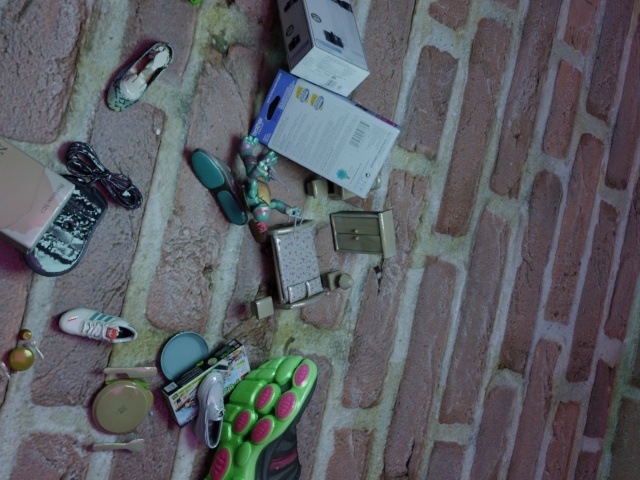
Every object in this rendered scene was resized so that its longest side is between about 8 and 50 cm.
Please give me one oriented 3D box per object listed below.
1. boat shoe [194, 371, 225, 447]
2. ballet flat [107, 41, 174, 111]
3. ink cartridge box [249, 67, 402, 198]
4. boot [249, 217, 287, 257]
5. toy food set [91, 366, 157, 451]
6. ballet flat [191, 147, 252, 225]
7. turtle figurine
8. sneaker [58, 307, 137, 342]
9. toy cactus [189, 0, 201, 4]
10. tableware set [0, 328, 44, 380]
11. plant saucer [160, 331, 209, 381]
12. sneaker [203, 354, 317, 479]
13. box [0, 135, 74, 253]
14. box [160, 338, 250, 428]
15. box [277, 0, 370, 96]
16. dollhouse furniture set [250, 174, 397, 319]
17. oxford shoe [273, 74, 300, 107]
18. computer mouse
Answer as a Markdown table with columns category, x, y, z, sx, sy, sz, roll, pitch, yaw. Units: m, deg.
| category | x | y | z | sx | sy | sz | roll | pitch | yaw |
| --- | --- | --- | --- | --- | --- | --- | --- | --- | --- |
| boat shoe | -0.243 | 0.385 | 1.565 | 0.066 | 0.063 | 0.184 | -2 | 114 | -45 |
| ballet flat | -0.371 | -0.346 | 1.442 | 0.070 | 0.070 | 0.188 | 43 | 71 | -31 |
| ink cartridge box | 0.010 | -0.252 | 1.616 | 0.311 | 0.065 | 0.185 | 27 | 114 | -1 |
| boot | -0.116 | -0.018 | 1.682 | 0.087 | 0.042 | 0.118 | -37 | 116 | -34 |
| toy food set | -0.429 | 0.359 | 1.502 | 0.133 | 0.039 | 0.191 | 8 | 96 | -29 |
| ballet flat | -0.221 | -0.130 | 1.584 | 0.213 | 0.072 | 0.068 | 60 | 35 | -25 |
| turtle figurine | -0.126 | -0.119 | 1.553 | 0.118 | 0.234 | 0.175 | -20 | 143 | 5 |
| sneaker | -0.454 | 0.179 | 1.433 | 0.161 | 0.075 | 0.057 | 18 | 85 | -36 |
| toy cactus | -0.258 | -0.623 | 1.481 | 0.181 | 0.112 | 0.218 | -24 | 100 | -42 |
| tableware set | -0.629 | 0.228 | 1.348 | 0.154 | 0.024 | 0.103 | -33 | 110 | -27 |
| plant saucer | -0.311 | 0.265 | 1.580 | 0.120 | 0.021 | 0.119 | -5 | 99 | -35 |
| sneaker | -0.136 | 0.490 | 1.649 | 0.202 | 0.185 | 0.482 | 22 | 94 | -55 |
| box | -0.606 | -0.120 | 1.213 | 0.311 | 0.121 | 0.147 | 34 | 72 | -17 |
| box | -0.257 | 0.327 | 1.595 | 0.207 | 0.036 | 0.114 | -33 | 133 | -28 |
| box | 0.000 | -0.486 | 1.588 | 0.169 | 0.087 | 0.289 | 16 | 50 | -35 |
| dollhouse furniture set | 0.000 | 0.000 | 1.646 | 0.356 | 0.174 | 0.303 | -19 | 105 | -43 |
| oxford shoe | -0.014 | -0.371 | 1.678 | 0.227 | 0.096 | 0.082 | -26 | 112 | -29 |
| computer mouse | -0.497 | -0.044 | 1.388 | 0.188 | 0.072 | 0.272 | 45 | 58 | -28 |
